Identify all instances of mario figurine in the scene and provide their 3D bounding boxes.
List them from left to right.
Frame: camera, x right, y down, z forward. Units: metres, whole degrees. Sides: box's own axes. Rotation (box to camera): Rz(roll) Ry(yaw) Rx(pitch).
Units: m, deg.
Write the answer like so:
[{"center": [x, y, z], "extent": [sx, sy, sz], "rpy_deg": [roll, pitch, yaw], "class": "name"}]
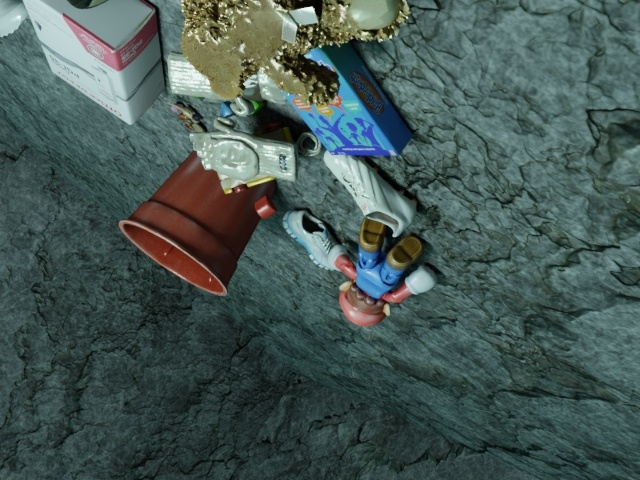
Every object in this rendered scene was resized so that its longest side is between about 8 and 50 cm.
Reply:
[{"center": [0.126, 0.055, 1.403], "extent": [0.320, 0.170, 0.198], "rpy_deg": [106, 144, -59], "class": "mario figurine"}]

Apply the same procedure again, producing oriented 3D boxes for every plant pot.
[{"center": [-0.248, -0.063, 1.443], "extent": [0.272, 0.265, 0.272], "rpy_deg": [28, 160, 11], "class": "plant pot"}]

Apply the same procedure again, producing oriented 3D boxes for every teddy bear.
[{"center": [-0.036, -0.286, 0.789], "extent": [0.245, 0.113, 0.338], "rpy_deg": [41, 146, -10], "class": "teddy bear"}]

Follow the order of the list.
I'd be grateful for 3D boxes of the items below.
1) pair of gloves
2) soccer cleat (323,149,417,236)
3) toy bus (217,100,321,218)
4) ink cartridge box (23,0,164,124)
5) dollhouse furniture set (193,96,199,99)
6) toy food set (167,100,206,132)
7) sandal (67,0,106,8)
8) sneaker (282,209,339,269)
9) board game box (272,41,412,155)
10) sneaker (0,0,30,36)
[{"center": [-0.140, -0.211, 1.108], "extent": [0.204, 0.042, 0.240], "rpy_deg": [3, 128, 17], "class": "pair of gloves"}, {"center": [0.080, -0.086, 1.141], "extent": [0.196, 0.076, 0.068], "rpy_deg": [37, 161, -4], "class": "soccer cleat"}, {"center": [-0.099, -0.159, 1.218], "extent": [0.202, 0.191, 0.104], "rpy_deg": [32, -156, 10], "class": "toy bus"}, {"center": [-0.410, -0.366, 1.222], "extent": [0.207, 0.117, 0.283], "rpy_deg": [34, 161, 1], "class": "ink cartridge box"}, {"center": [-0.178, -0.305, 1.128], "extent": [0.076, 0.058, 0.151], "rpy_deg": [43, 140, -6], "class": "dollhouse furniture set"}, {"center": [-0.283, -0.265, 1.408], "extent": [0.078, 0.019, 0.122], "rpy_deg": [28, 169, 11], "class": "toy food set"}, {"center": [-0.364, -0.467, 0.954], "extent": [0.086, 0.120, 0.303], "rpy_deg": [57, 168, 24], "class": "sandal"}, {"center": [0.000, 0.000, 1.500], "extent": [0.190, 0.071, 0.083], "rpy_deg": [41, 154, -19], "class": "sneaker"}, {"center": [0.020, -0.214, 0.978], "extent": [0.160, 0.047, 0.210], "rpy_deg": [9, 147, 52], "class": "board game box"}, {"center": [-0.702, -0.507, 1.431], "extent": [0.235, 0.090, 0.095], "rpy_deg": [15, 144, 42], "class": "sneaker"}]
